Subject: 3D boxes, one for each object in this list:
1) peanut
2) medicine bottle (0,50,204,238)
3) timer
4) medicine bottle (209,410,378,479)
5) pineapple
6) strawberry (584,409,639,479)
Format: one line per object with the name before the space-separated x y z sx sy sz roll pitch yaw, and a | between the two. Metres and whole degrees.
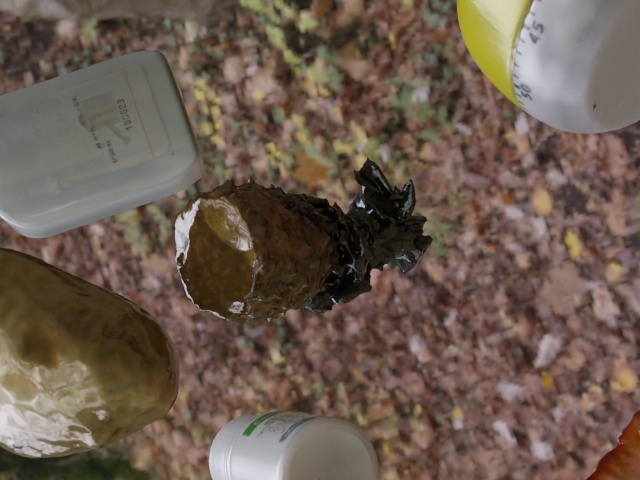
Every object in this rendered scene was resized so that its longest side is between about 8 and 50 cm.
peanut | -0.223 0.078 0.867 0.253 0.137 0.122 25 173 18
medicine bottle | -0.289 -0.095 1.314 0.111 0.296 0.161 96 153 -76
timer | 0.230 -0.263 1.124 0.285 0.285 0.285 163 90 -74
medicine bottle | -0.040 0.279 1.455 0.237 0.139 0.139 -11 95 63
pineapple | 0.000 0.000 0.952 0.111 0.237 0.119 53 126 26
strawberry | 0.537 0.380 1.739 0.265 0.336 0.149 -12 131 38
